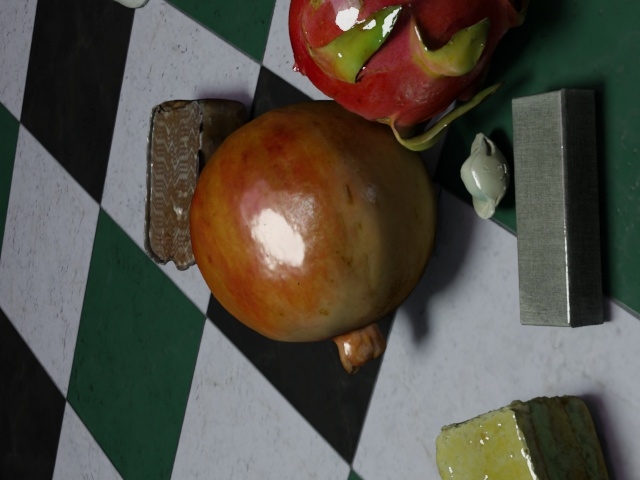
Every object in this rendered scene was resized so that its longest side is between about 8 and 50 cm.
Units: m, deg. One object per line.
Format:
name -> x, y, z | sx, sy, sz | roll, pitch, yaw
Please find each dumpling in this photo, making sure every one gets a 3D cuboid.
dumpling -> 0.153, -0.059, 1.147 | 0.077, 0.043, 0.059 | 63, 157, 8

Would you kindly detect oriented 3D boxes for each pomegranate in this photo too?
pomegranate -> 0.000, 0.000, 1.213 | 0.252, 0.229, 0.270 | -30, 79, 43

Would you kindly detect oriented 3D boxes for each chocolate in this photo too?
chocolate -> -0.152, -0.071, 1.530 | 0.148, 0.093, 0.214 | 7, 97, 56

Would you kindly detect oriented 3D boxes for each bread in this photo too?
bread -> 0.187, 0.238, 1.062 | 0.138, 0.102, 0.196 | -37, 66, 52

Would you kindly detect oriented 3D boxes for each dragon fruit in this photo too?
dragon fruit -> 0.082, -0.218, 1.105 | 0.227, 0.224, 0.224 | -44, 57, 44

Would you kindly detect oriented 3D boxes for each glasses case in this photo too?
glasses case -> 0.209, -0.027, 1.063 | 0.071, 0.047, 0.205 | -3, 90, 59

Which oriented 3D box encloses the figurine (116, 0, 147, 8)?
figurine -> -0.346, -0.436, 1.742 | 0.250, 0.141, 0.166 | 51, 132, 40
